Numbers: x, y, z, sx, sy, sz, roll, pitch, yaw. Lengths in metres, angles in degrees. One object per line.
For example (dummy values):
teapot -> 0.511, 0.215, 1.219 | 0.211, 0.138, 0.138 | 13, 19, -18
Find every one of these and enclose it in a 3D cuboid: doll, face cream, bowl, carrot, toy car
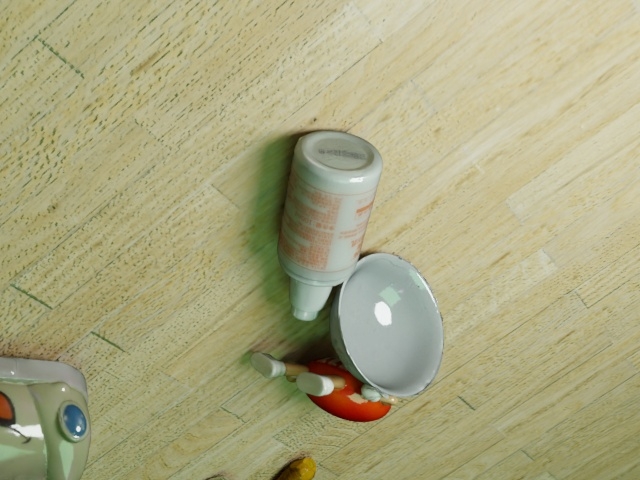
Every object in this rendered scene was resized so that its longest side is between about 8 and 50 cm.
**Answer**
doll -> 0.028, 0.200, 1.136 | 0.217, 0.183, 0.085 | 28, 77, -41
face cream -> 0.000, 0.000, 0.974 | 0.101, 0.101, 0.252 | -3, 129, -19
bowl -> 0.070, 0.116, 1.082 | 0.189, 0.189, 0.086 | 23, 152, -34
carrot -> -0.067, 0.413, 1.347 | 0.042, 0.042, 0.171 | 21, 121, -33
toy car -> -0.431, 0.316, 0.998 | 0.242, 0.226, 0.336 | 11, 126, -28

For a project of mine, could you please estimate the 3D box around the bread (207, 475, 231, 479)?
bread -> -0.149, 0.404, 1.310 | 0.047, 0.036, 0.083 | -16, 135, 15
